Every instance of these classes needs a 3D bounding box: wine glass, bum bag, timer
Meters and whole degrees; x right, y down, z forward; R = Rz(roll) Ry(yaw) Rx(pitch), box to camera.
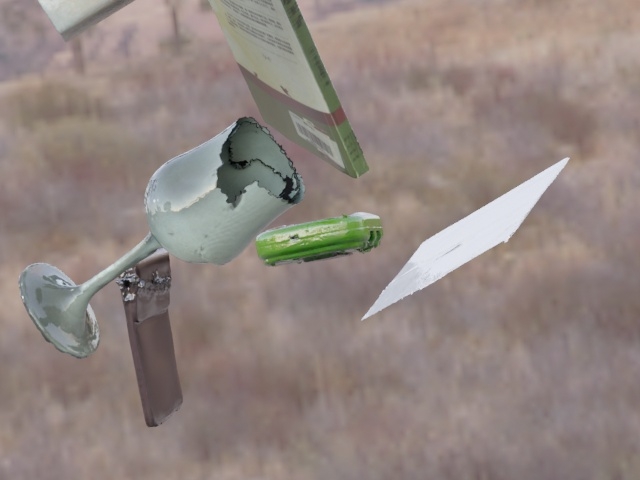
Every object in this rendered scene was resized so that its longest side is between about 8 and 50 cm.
[{"bbox_3d":[-0.105,-0.002,1.249,0.195,0.079,0.079,-35,-13,21],"label":"wine glass"},{"bbox_3d":[-0.151,0.085,1.713,0.026,0.159,0.109,-8,7,11],"label":"bum bag"},{"bbox_3d":[0.000,0.000,2.066,0.128,0.047,0.140,-11,-2,16],"label":"timer"}]

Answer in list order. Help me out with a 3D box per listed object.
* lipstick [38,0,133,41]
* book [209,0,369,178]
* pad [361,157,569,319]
[{"bbox_3d":[-0.136,-0.268,1.654,0.253,0.077,0.079,-34,-1,-2],"label":"lipstick"},{"bbox_3d":[-0.055,-0.206,1.895,0.026,0.289,0.201,-34,37,-15],"label":"book"},{"bbox_3d":[0.142,0.000,1.874,0.232,0.004,0.156,-32,12,45],"label":"pad"}]
